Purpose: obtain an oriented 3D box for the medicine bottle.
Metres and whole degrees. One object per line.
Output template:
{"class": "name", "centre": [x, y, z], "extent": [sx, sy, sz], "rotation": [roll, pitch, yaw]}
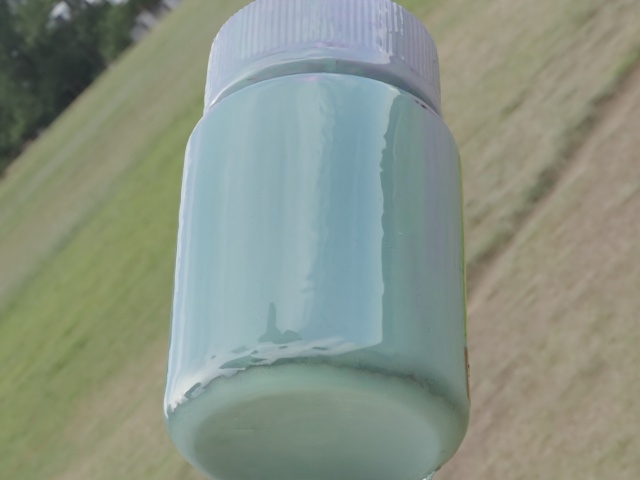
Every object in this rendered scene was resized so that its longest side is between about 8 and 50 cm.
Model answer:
{"class": "medicine bottle", "centre": [0.000, 0.000, 0.742], "extent": [0.139, 0.139, 0.225], "rotation": [-37, 41, 42]}
